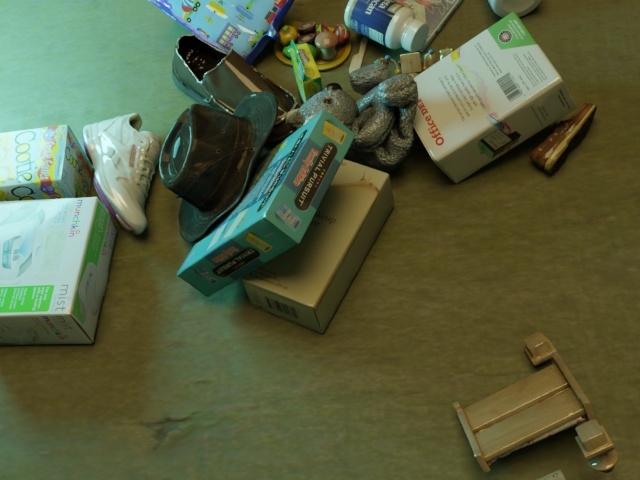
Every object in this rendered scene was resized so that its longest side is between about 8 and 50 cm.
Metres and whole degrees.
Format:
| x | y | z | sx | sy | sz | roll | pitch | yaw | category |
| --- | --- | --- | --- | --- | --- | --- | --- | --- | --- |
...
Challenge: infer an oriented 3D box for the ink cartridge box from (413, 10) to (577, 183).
| x | y | z | sx | sy | sz | roll | pitch | yaw | category |
| --- | --- | --- | --- | --- | --- | --- | --- | --- | --- |
| 0.316 | -0.274 | 1.784 | 0.278 | 0.117 | 0.201 | -33 | 55 | 14 | ink cartridge box |

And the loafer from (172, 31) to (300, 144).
| x | y | z | sx | sy | sz | roll | pitch | yaw | category |
| --- | --- | --- | --- | --- | --- | --- | --- | --- | --- |
| -0.191 | -0.324 | 1.943 | 0.366 | 0.130 | 0.134 | 30 | 67 | 25 | loafer |

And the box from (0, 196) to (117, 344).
| x | y | z | sx | sy | sz | roll | pitch | yaw | category |
| --- | --- | --- | --- | --- | --- | --- | --- | --- | --- |
| -0.534 | 0.061 | 1.762 | 0.231 | 0.127 | 0.262 | -2 | 57 | 11 | box |

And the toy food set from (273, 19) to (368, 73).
| x | y | z | sx | sy | sz | roll | pitch | yaw | category |
| --- | --- | --- | --- | --- | --- | --- | --- | --- | --- |
| -0.004 | -0.443 | 2.023 | 0.217 | 0.071 | 0.128 | 14 | 61 | 17 | toy food set |

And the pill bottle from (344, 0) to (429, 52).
| x | y | z | sx | sy | sz | roll | pitch | yaw | category |
| --- | --- | --- | --- | --- | --- | --- | --- | --- | --- |
| 0.144 | -0.468 | 1.975 | 0.169 | 0.094 | 0.094 | 31 | 67 | 22 | pill bottle |

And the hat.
| x | y | z | sx | sy | sz | roll | pitch | yaw | category |
| --- | --- | --- | --- | --- | --- | --- | --- | --- | --- |
| -0.226 | -0.169 | 1.761 | 0.134 | 0.331 | 0.331 | 30 | 57 | -24 | hat |

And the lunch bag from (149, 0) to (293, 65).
| x | y | z | sx | sy | sz | roll | pitch | yaw | category |
| --- | --- | --- | --- | --- | --- | --- | --- | --- | --- |
| -0.198 | -0.533 | 2.042 | 0.293 | 0.138 | 0.221 | 39 | 97 | 21 | lunch bag |

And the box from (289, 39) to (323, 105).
| x | y | z | sx | sy | sz | roll | pitch | yaw | category |
| --- | --- | --- | --- | --- | --- | --- | --- | --- | --- |
| -0.024 | -0.320 | 1.883 | 0.043 | 0.179 | 0.105 | -18 | 57 | -2 | box |

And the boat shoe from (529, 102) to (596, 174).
| x | y | z | sx | sy | sz | roll | pitch | yaw | category |
| --- | --- | --- | --- | --- | --- | --- | --- | --- | --- |
| 0.475 | -0.209 | 1.797 | 0.060 | 0.064 | 0.178 | 34 | 71 | 24 | boat shoe |

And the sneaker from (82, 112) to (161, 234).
| x | y | z | sx | sy | sz | roll | pitch | yaw | category |
| --- | --- | --- | --- | --- | --- | --- | --- | --- | --- |
| -0.389 | -0.150 | 1.875 | 0.152 | 0.114 | 0.305 | -23 | 57 | -4 | sneaker |

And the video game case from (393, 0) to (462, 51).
| x | y | z | sx | sy | sz | roll | pitch | yaw | category |
| --- | --- | --- | --- | --- | --- | --- | --- | --- | --- |
| 0.191 | -0.522 | 2.069 | 0.201 | 0.023 | 0.183 | 26 | 66 | 23 | video game case |

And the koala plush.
| x | y | z | sx | sy | sz | roll | pitch | yaw | category |
| --- | --- | --- | --- | --- | --- | --- | --- | --- | --- |
| 0.052 | -0.227 | 1.776 | 0.221 | 0.203 | 0.196 | -6 | 20 | -19 | koala plush |

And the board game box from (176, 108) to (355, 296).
| x | y | z | sx | sy | sz | roll | pitch | yaw | category |
| --- | --- | --- | --- | --- | --- | --- | --- | --- | --- |
| -0.101 | -0.058 | 1.644 | 0.079 | 0.336 | 0.254 | 38 | 56 | -17 | board game box |

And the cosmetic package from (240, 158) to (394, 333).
| x | y | z | sx | sy | sz | roll | pitch | yaw | category |
| --- | --- | --- | --- | --- | --- | --- | --- | --- | --- |
| 0.000 | 0.000 | 1.717 | 0.160 | 0.113 | 0.309 | 19 | 64 | 21 | cosmetic package |

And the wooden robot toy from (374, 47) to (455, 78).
| x | y | z | sx | sy | sz | roll | pitch | yaw | category |
| --- | --- | --- | --- | --- | --- | --- | --- | --- | --- |
| 0.203 | -0.358 | 1.953 | 0.173 | 0.076 | 0.079 | -6 | 92 | 5 | wooden robot toy |

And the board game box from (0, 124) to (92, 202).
| x | y | z | sx | sy | sz | roll | pitch | yaw | category |
| --- | --- | --- | --- | --- | --- | --- | --- | --- | --- |
| -0.628 | -0.124 | 1.882 | 0.275 | 0.144 | 0.142 | -7 | 58 | 6 | board game box |

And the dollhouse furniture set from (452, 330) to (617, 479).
| x | y | z | sx | sy | sz | roll | pitch | yaw | category |
| --- | --- | --- | --- | --- | --- | --- | --- | --- | --- |
| 0.308 | 0.361 | 1.479 | 0.303 | 0.174 | 0.355 | -27 | 27 | 7 | dollhouse furniture set |

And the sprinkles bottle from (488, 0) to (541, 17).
| x | y | z | sx | sy | sz | roll | pitch | yaw | category |
| --- | --- | --- | --- | --- | --- | --- | --- | --- | --- |
| 0.388 | -0.658 | 2.065 | 0.121 | 0.121 | 0.355 | -15 | 56 | 0 | sprinkles bottle |
